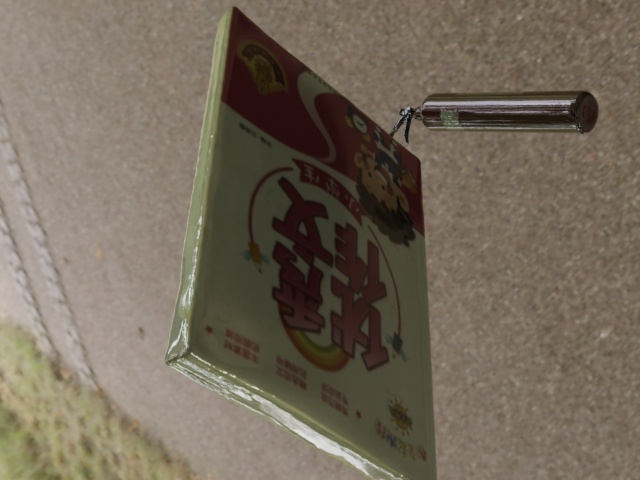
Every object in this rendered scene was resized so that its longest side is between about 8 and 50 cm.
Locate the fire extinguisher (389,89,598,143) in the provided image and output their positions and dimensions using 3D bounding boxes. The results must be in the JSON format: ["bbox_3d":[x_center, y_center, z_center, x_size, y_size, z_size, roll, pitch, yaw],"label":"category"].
[{"bbox_3d":[0.125,-0.091,0.756,0.173,0.049,0.035,8,115,47],"label":"fire extinguisher"}]

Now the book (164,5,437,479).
[{"bbox_3d":[0.000,0.000,0.535,0.022,0.232,0.162,-33,128,32],"label":"book"}]
